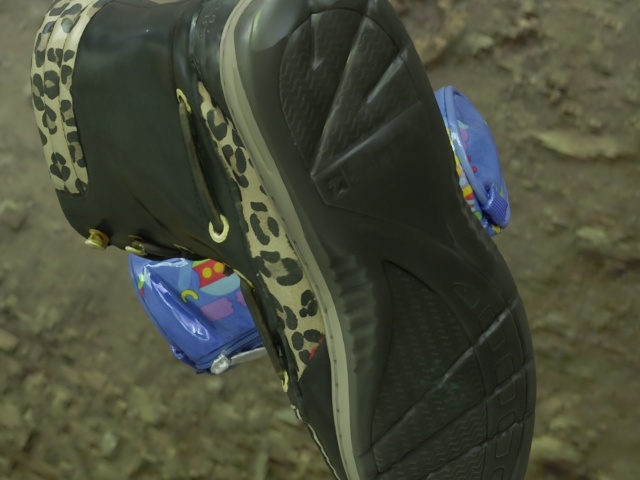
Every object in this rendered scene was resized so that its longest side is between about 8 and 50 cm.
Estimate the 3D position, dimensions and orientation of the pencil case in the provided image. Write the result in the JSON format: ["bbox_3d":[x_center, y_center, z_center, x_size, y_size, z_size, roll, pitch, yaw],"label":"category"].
[{"bbox_3d":[0.000,0.000,1.217,0.306,0.133,0.119,-27,151,16],"label":"pencil case"}]

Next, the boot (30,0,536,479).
[{"bbox_3d":[-0.031,0.008,0.962,0.284,0.138,0.377,17,136,51],"label":"boot"}]
